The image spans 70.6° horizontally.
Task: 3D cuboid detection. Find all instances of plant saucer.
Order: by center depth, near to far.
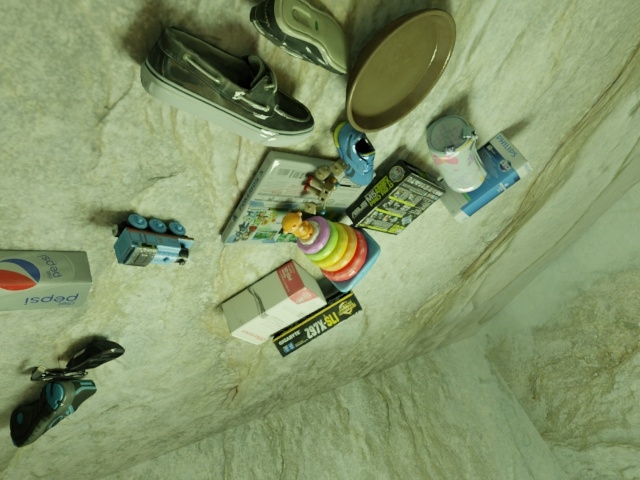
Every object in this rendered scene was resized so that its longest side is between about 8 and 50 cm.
[{"bbox_3d":[0.157,-0.340,0.918,0.278,0.041,0.277,-32,157,-15],"label":"plant saucer"}]

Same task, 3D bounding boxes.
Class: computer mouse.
[{"bbox_3d":[-0.706,0.338,1.302,0.262,0.060,0.184,-30,157,27],"label":"computer mouse"}]

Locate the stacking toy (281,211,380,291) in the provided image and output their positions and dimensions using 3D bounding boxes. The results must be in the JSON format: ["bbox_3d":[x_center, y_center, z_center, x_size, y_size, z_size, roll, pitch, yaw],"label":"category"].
[{"bbox_3d":[0.000,0.000,1.209,0.302,0.165,0.175,30,103,-44],"label":"stacking toy"}]

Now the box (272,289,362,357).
[{"bbox_3d":[-0.010,0.285,1.638,0.322,0.079,0.257,-31,-179,0],"label":"box"}]

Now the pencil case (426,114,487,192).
[{"bbox_3d":[0.377,-0.231,1.239,0.124,0.113,0.273,-14,156,21],"label":"pencil case"}]

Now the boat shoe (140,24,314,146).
[{"bbox_3d":[-0.127,-0.257,0.781,0.335,0.121,0.119,6,140,-42],"label":"boat shoe"}]

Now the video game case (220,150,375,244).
[{"bbox_3d":[-0.056,-0.093,1.181,0.329,0.036,0.300,0,140,-41],"label":"video game case"}]

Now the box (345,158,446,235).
[{"bbox_3d":[0.226,-0.115,1.320,0.216,0.060,0.270,-44,153,24],"label":"box"}]

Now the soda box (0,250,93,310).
[{"bbox_3d":[-0.634,0.083,0.925,0.287,0.091,0.098,4,137,-43],"label":"soda box"}]

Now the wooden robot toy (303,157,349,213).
[{"bbox_3d":[0.015,-0.140,1.088,0.079,0.076,0.173,-50,173,-47],"label":"wooden robot toy"}]

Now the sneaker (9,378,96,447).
[{"bbox_3d":[-0.855,0.549,1.438,0.341,0.125,0.140,-35,159,20],"label":"sneaker"}]

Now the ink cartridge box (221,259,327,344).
[{"bbox_3d":[-0.149,0.211,1.492,0.283,0.117,0.207,-31,151,6],"label":"ink cartridge box"}]

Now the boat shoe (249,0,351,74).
[{"bbox_3d":[-0.022,-0.352,0.789,0.079,0.083,0.233,-1,176,36],"label":"boat shoe"}]

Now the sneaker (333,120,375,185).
[{"bbox_3d":[0.097,-0.190,1.074,0.069,0.082,0.209,-46,144,-12],"label":"sneaker"}]

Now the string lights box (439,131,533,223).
[{"bbox_3d":[0.487,-0.187,1.377,0.260,0.133,0.077,-39,148,20],"label":"string lights box"}]

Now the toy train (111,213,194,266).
[{"bbox_3d":[-0.369,0.008,1.010,0.080,0.105,0.184,-44,146,26],"label":"toy train"}]
